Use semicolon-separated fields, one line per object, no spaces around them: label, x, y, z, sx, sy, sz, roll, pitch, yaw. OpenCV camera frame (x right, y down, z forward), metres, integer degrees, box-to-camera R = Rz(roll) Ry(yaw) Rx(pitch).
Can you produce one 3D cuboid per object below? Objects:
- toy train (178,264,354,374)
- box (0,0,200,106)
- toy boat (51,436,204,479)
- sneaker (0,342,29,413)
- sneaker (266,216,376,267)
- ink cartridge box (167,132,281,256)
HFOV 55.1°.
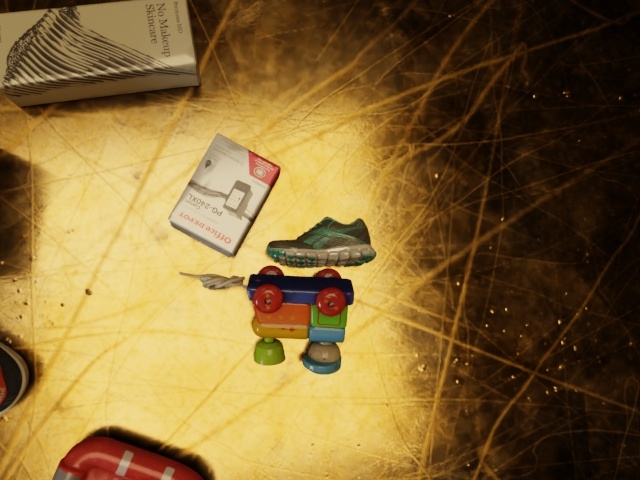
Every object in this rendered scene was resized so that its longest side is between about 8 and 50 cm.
toy train;-0.080;0.117;0.895;0.248;0.105;0.143;3;105;-3
box;-0.321;-0.274;0.892;0.275;0.094;0.113;-11;87;-8
toy boat;-0.256;0.365;0.814;0.231;0.151;0.151;21;83;-5
sneaker;-0.563;0.126;0.796;0.350;0.148;0.131;24;82;-5
sneaker;0.000;0.000;0.937;0.167;0.065;0.076;0;68;-11
ink cartridge box;-0.142;-0.064;0.913;0.109;0.063;0.150;28;82;-4
